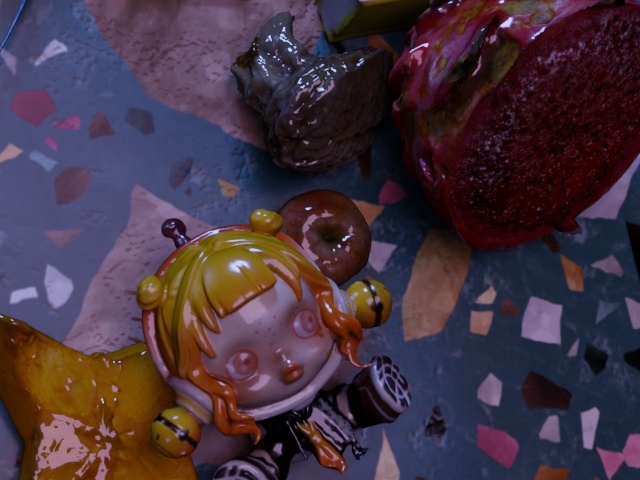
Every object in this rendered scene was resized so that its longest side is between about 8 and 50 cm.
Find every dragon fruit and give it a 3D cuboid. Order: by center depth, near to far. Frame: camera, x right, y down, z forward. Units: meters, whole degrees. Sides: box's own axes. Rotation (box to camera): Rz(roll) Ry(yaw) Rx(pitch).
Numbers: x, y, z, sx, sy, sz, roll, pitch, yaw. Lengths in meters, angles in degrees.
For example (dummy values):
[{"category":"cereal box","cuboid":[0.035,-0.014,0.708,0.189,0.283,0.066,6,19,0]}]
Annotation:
[{"category":"dragon fruit","cuboid":[0.242,-0.189,1.753,0.386,0.371,0.249,-28,54,-20]}]

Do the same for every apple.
[{"category":"apple","cuboid":[-0.003,0.000,1.744,0.126,0.102,0.126,3,82,-22]}]

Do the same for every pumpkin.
[{"category":"pumpkin","cuboid":[-0.247,0.218,1.631,0.258,0.095,0.290,-3,82,-30]}]

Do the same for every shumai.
[{"category":"shumai","cuboid":[-0.017,-0.184,1.767,0.176,0.166,0.206,34,35,28]}]

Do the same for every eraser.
[{"category":"eraser","cuboid":[0.118,-0.314,1.807,0.226,0.158,0.069,-13,82,-18]}]

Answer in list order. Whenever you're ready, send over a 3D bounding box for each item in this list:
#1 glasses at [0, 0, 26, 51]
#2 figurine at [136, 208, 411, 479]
[{"category":"glasses","cuboid":[-0.441,-0.289,1.699,0.190,0.088,0.220,19,95,-14]},{"category":"figurine","cuboid":[-0.073,0.120,1.632,0.320,0.196,0.323,-32,107,-19]}]
